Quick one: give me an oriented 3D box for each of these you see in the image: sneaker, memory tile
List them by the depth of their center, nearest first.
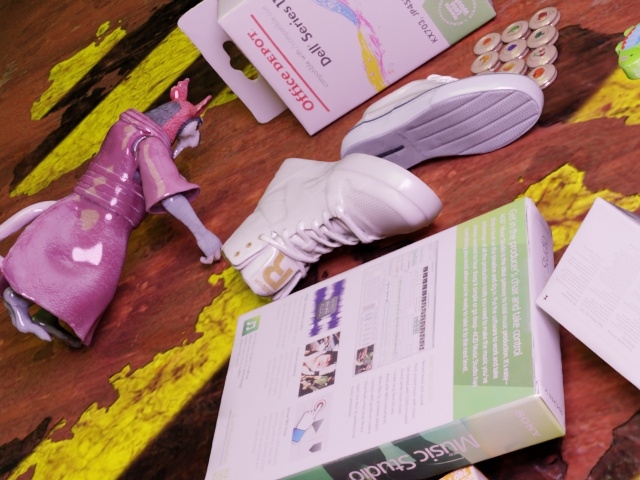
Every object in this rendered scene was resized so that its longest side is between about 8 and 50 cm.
[{"bbox_3d":[0.000,0.000,1.242,0.169,0.108,0.292,-53,23,-17],"label":"sneaker"},{"bbox_3d":[0.129,-0.144,1.279,0.258,0.094,0.091,-13,45,39],"label":"sneaker"},{"bbox_3d":[0.219,-0.206,1.337,0.113,0.012,0.148,-21,37,30],"label":"memory tile"}]

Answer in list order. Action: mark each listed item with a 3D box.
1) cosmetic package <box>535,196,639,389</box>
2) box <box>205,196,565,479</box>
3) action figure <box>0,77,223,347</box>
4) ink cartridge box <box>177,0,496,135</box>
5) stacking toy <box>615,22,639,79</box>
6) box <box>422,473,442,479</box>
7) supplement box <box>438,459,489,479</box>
[{"bbox_3d":[0.264,0.069,0.831,0.099,0.060,0.239,-60,40,14],"label":"cosmetic package"},{"bbox_3d":[0.052,0.110,1.014,0.322,0.058,0.232,-24,35,27],"label":"box"},{"bbox_3d":[-0.271,-0.053,1.459,0.370,0.276,0.248,-61,28,-6],"label":"action figure"},{"bbox_3d":[0.012,-0.278,1.466,0.353,0.207,0.119,-32,31,17],"label":"ink cartridge box"},{"bbox_3d":[0.343,-0.164,0.998,0.052,0.167,0.221,6,53,51],"label":"stacking toy"},{"bbox_3d":[0.085,0.137,1.030,0.225,0.036,0.136,-52,33,-16],"label":"box"},{"bbox_3d":[0.110,0.224,0.893,0.062,0.036,0.098,-35,32,11],"label":"supplement box"}]
